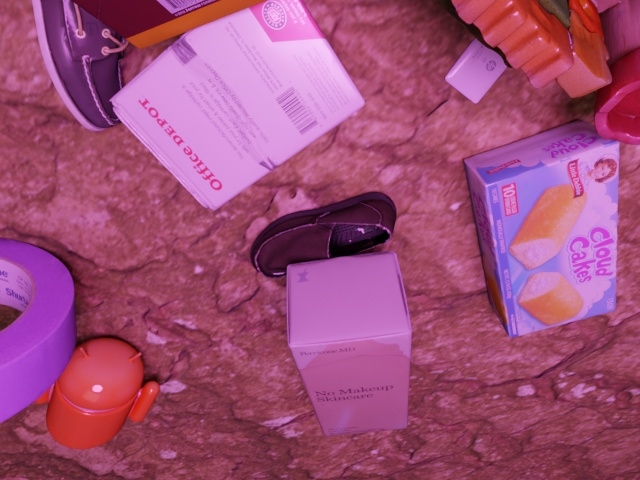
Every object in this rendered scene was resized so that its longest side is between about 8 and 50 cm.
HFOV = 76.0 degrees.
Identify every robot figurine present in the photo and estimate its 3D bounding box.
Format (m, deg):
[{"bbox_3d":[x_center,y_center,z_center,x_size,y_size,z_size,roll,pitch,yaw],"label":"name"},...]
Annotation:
[{"bbox_3d":[-0.368,0.250,0.676,0.158,0.128,0.220,37,118,9],"label":"robot figurine"}]

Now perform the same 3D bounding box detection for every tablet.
[{"bbox_3d":[0.192,-0.209,0.478,0.054,0.006,0.083,29,117,-18],"label":"tablet"}]

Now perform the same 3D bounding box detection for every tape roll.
[{"bbox_3d":[-0.455,0.105,0.497,0.274,0.275,0.090,13,121,-9],"label":"tape roll"}]

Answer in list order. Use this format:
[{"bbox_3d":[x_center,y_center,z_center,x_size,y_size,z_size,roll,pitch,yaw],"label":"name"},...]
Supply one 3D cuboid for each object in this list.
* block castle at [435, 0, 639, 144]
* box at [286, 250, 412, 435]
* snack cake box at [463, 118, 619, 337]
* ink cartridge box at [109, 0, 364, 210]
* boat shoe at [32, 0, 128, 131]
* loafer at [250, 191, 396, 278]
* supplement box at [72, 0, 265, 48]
[{"bbox_3d":[0.211,-0.258,0.242,0.452,0.213,0.303,25,151,-24],"label":"block castle"},{"bbox_3d":[0.049,0.165,0.590,0.147,0.121,0.311,-8,137,5],"label":"box"},{"bbox_3d":[0.301,-0.005,0.557,0.152,0.089,0.265,-18,120,10],"label":"snack cake box"},{"bbox_3d":[-0.086,-0.159,0.452,0.217,0.092,0.159,-32,117,15],"label":"ink cartridge box"},{"bbox_3d":[-0.237,-0.225,0.414,0.068,0.081,0.228,-1,119,4],"label":"boat shoe"},{"bbox_3d":[0.000,0.000,0.558,0.219,0.078,0.080,-23,119,12],"label":"loafer"},{"bbox_3d":[-0.129,-0.269,0.284,0.191,0.194,0.129,-9,81,19],"label":"supplement box"}]
